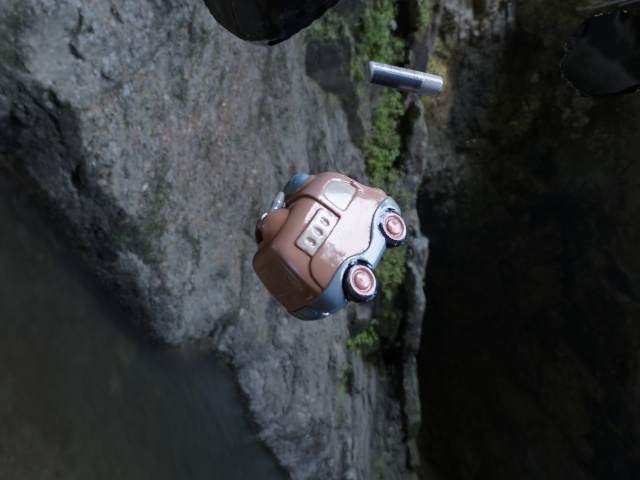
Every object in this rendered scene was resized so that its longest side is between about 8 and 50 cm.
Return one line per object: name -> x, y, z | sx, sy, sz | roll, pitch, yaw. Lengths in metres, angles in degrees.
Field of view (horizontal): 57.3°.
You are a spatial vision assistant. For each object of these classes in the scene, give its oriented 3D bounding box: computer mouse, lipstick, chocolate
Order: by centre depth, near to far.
computer mouse -> -0.037, -0.213, 0.391 | 0.073, 0.122, 0.217 | 42, 26, -39
chocolate -> 0.500, -0.308, 1.019 | 0.133, 0.156, 0.156 | 1, 73, -64
lipstick -> 0.149, -0.292, 1.062 | 0.040, 0.141, 0.040 | -171, -90, -78

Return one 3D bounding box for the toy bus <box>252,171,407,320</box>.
toy bus -> 0.000, 0.000, 1.078 | 0.232, 0.287, 0.194 | 39, -32, -11
